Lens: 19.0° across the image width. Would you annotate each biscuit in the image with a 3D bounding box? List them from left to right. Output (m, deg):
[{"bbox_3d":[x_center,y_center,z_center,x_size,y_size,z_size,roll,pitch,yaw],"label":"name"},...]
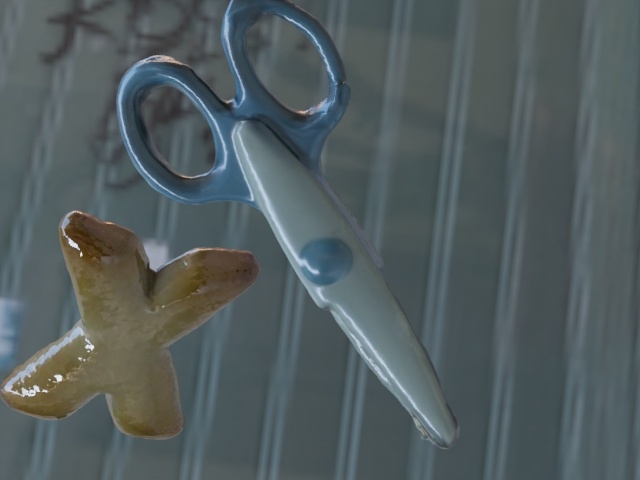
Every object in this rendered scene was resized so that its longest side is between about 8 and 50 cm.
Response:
[{"bbox_3d":[-0.155,0.075,1.534,0.047,0.164,0.208,-102,30,-48],"label":"biscuit"}]

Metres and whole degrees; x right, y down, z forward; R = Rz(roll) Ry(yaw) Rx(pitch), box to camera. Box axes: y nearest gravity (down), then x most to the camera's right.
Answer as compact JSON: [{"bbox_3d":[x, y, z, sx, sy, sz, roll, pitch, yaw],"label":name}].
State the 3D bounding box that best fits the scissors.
[{"bbox_3d":[0.000,0.000,1.107,0.289,0.138,0.041,57,-171,-7],"label":"scissors"}]
